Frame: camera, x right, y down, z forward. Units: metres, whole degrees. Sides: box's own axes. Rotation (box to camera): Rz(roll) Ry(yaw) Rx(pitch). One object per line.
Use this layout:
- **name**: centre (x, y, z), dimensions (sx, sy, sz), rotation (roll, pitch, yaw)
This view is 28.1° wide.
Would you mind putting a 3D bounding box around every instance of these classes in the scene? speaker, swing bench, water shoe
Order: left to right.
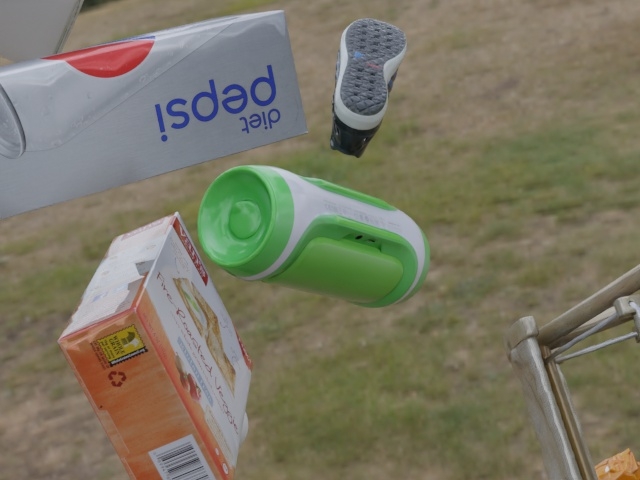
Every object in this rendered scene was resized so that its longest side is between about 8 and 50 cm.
- **speaker**: centre (0.000, 0.000, 1.422), dimensions (0.131, 0.131, 0.296), rotation (3, -8, 37)
- **water shoe**: centre (0.042, -0.170, 1.395), dimensions (0.072, 0.080, 0.203), rotation (20, 40, -1)
- **swing bench**: centre (0.298, 0.171, 1.160), dimensions (0.254, 0.253, 0.165), rotation (-31, -26, 34)

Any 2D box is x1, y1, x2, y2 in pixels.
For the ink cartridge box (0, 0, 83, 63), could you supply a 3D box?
- **ink cartridge box**: centre (-0.341, -0.355, 1.377), dimensions (0.226, 0.131, 0.306), rotation (22, 47, -15)

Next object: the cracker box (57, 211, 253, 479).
- **cracker box**: centre (-0.118, 0.088, 0.988), dimensions (0.067, 0.156, 0.232), rotation (-23, 17, 7)

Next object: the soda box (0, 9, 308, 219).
- **soda box**: centre (-0.157, -0.089, 0.911), dimensions (0.286, 0.098, 0.091), rotation (-18, 15, -26)

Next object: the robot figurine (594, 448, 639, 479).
- **robot figurine**: centre (0.273, 0.377, 1.517), dimensions (0.291, 0.085, 0.211), rotation (-38, 13, 16)

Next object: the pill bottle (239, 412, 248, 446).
- **pill bottle**: centre (-0.209, 0.287, 2.061), dimensions (0.131, 0.131, 0.229), rotation (-5, -16, 21)
